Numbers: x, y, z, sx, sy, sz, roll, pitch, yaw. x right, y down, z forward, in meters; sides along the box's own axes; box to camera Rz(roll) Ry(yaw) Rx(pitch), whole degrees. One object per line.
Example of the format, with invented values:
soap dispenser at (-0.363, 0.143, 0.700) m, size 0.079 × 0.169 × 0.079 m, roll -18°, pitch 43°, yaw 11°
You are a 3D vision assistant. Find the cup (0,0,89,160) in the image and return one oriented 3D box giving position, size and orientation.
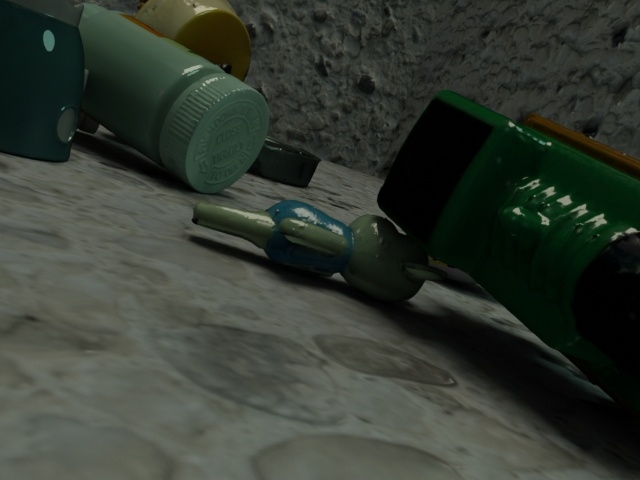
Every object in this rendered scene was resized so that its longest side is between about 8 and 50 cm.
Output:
cup at (-0.336, -0.194, 0.700) m, size 0.167 × 0.173 × 0.300 m, roll 22°, pitch 9°, yaw 4°

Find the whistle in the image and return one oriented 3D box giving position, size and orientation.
whistle at (0.000, 0.000, 0.593) m, size 0.235 × 0.077 × 0.114 m, roll 16°, pitch -6°, yaw -6°

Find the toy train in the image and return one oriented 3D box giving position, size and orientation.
toy train at (0.212, 0.007, 0.509) m, size 0.249 × 0.178 × 0.429 m, roll 21°, pitch 17°, yaw -29°

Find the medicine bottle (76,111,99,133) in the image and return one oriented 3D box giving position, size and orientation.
medicine bottle at (-0.388, -0.198, 0.987) m, size 0.089 × 0.052 × 0.052 m, roll 14°, pitch 11°, yaw -37°

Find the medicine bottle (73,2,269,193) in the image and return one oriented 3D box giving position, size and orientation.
medicine bottle at (-0.238, -0.208, 0.897) m, size 0.318 × 0.158 × 0.158 m, roll 34°, pitch 14°, yaw 22°

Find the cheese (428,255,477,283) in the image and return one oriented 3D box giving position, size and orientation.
cheese at (0.163, 0.014, 0.887) m, size 0.250 × 0.064 × 0.156 m, roll 14°, pitch 4°, yaw 26°

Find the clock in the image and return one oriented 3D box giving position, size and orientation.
clock at (-0.190, -0.218, 1.468) m, size 0.386 × 0.077 × 0.386 m, roll 19°, pitch 9°, yaw -3°

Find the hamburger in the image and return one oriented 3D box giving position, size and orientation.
hamburger at (-0.244, -0.290, 1.103) m, size 0.227 × 0.295 × 0.151 m, roll 3°, pitch 29°, yaw -49°
